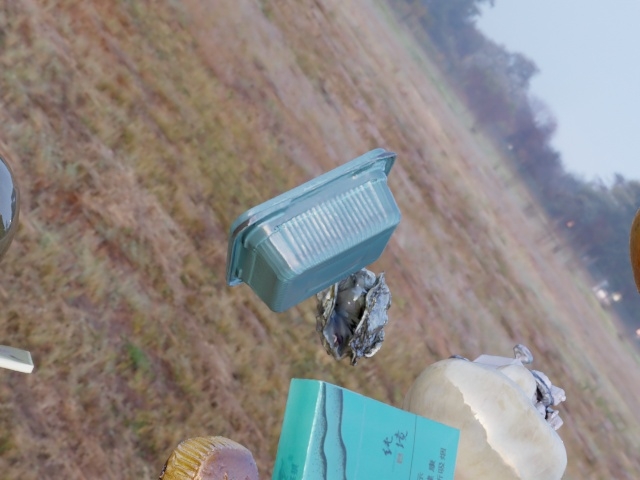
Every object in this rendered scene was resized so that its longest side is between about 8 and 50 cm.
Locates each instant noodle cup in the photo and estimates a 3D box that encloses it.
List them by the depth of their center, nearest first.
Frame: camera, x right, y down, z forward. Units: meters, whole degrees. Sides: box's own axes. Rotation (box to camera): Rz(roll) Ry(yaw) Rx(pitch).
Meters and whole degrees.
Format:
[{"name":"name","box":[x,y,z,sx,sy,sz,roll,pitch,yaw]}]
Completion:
[{"name":"instant noodle cup","box":[0.000,0.000,0.930,0.070,0.179,0.157,56,-20,16]}]

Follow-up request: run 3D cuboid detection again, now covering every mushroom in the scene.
[{"name":"mushroom","box":[0.251,0.277,1.426,0.254,0.234,0.260,28,-37,24]}]

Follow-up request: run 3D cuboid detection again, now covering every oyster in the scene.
[{"name":"oyster","box":[0.053,0.126,1.670,0.158,0.162,0.351,45,-7,4]}]

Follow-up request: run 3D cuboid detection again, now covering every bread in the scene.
[{"name":"bread","box":[-0.202,0.458,1.786,0.104,0.199,0.199,9,-27,37]}]

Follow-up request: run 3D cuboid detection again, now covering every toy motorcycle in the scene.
[{"name":"toy motorcycle","box":[0.319,0.273,1.649,0.260,0.110,0.171,1,-56,61]}]

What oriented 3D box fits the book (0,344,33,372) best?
[{"name":"book","box":[-0.426,0.143,1.235,0.111,0.014,0.077,16,2,-21]}]

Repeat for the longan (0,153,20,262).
[{"name":"longan","box":[-0.524,-0.024,1.196,0.243,0.300,0.300,44,5,9]}]

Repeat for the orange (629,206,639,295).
[{"name":"orange","box":[0.534,0.017,1.355,0.171,0.240,0.240,3,-44,55]}]

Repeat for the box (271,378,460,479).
[{"name":"box","box":[0.042,0.225,0.853,0.226,0.042,0.161,28,66,-46]}]
